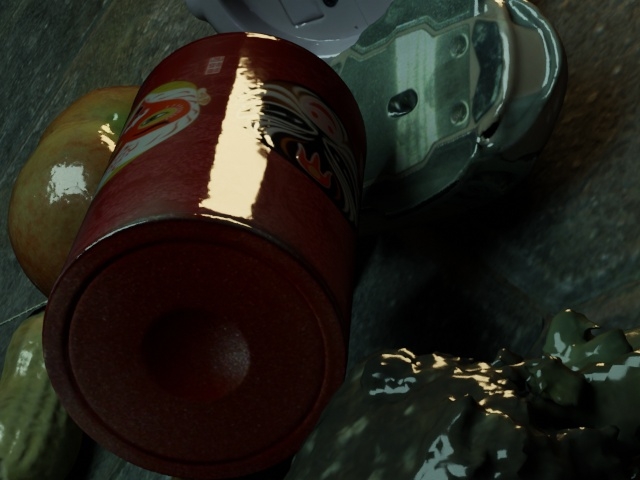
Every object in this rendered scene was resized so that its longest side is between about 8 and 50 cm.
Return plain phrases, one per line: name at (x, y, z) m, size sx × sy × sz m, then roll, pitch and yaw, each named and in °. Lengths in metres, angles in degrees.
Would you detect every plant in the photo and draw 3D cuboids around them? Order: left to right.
plant at (0.111, 0.155, 0.981) m, size 0.312 × 0.213 × 0.215 m, roll -51°, pitch 25°, yaw -6°

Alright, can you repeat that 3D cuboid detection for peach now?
peach at (-0.207, -0.032, 1.677) m, size 0.252 × 0.252 × 0.252 m, roll -40°, pitch 33°, yaw 32°

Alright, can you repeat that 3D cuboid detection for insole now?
insole at (-0.267, 0.045, 1.816) m, size 0.232 × 0.003 × 0.080 m, roll -28°, pitch 4°, yaw 2°

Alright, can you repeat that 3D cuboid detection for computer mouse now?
computer mouse at (0.085, -0.094, 1.371) m, size 0.389 × 0.115 × 0.199 m, roll -18°, pitch 61°, yaw 53°

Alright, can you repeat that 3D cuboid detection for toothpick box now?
toothpick box at (-0.071, -0.003, 1.175) m, size 0.204 × 0.204 × 0.333 m, roll -46°, pitch 15°, yaw 24°

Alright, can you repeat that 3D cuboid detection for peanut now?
peanut at (-0.309, 0.173, 1.766) m, size 0.123 × 0.123 × 0.256 m, roll -35°, pitch 30°, yaw 38°

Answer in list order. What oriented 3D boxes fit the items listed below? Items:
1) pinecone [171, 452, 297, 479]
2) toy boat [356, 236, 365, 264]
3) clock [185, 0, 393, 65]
pinecone at (-0.019, 0.227, 1.160) m, size 0.208 × 0.208 × 0.207 m, roll -40°, pitch 33°, yaw 32°
toy boat at (0.000, 0.000, 1.488) m, size 0.093 × 0.055 × 0.293 m, roll -19°, pitch 47°, yaw 52°
clock at (0.015, -0.280, 1.492) m, size 0.322 × 0.295 × 0.113 m, roll -12°, pitch 27°, yaw 38°
